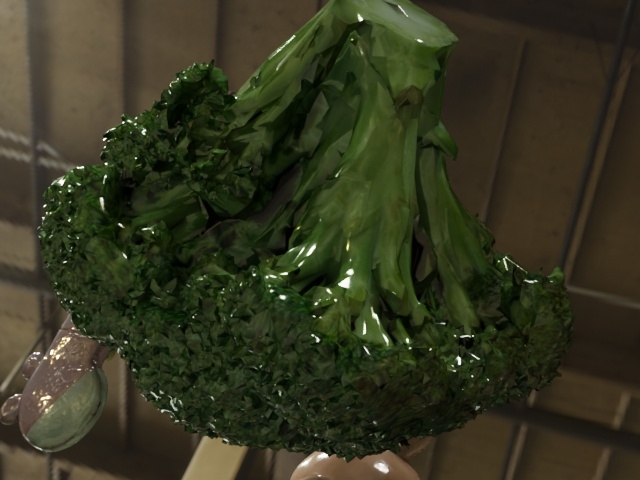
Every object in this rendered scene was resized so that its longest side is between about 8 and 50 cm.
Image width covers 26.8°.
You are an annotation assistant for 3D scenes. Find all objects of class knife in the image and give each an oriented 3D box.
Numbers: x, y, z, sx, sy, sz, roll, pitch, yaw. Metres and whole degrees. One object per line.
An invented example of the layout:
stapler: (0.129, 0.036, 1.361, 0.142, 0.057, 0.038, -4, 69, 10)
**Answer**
knife: (-0.173, 0.019, 1.267, 0.132, 0.398, 0.038, 8, -27, 40)

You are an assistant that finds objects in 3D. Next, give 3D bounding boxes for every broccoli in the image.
broccoli: (0.000, 0.000, 0.759, 0.308, 0.308, 0.275, 23, -65, 2)

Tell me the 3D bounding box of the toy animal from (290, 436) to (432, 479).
toy animal: (0.059, 0.288, 1.151, 0.149, 0.165, 0.248, -26, -84, 38)
